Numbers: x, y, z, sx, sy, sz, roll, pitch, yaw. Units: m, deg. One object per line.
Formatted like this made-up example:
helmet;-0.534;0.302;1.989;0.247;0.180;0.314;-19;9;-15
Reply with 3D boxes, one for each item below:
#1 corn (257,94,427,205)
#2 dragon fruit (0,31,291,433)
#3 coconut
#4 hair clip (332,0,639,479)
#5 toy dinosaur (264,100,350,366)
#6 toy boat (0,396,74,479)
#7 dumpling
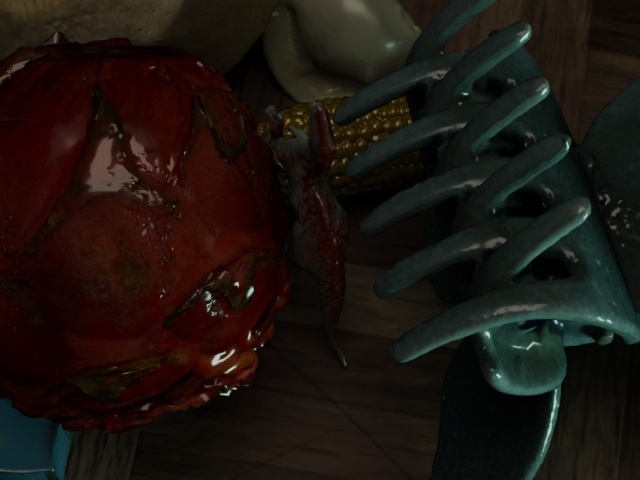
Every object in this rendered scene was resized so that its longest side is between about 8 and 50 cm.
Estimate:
corn;0.070;-0.089;1.579;0.260;0.091;0.091;-9;72;-12
dragon fruit;-0.160;-0.009;1.391;0.295;0.295;0.302;1;101;-2
coconut;-0.169;-0.264;1.566;0.328;0.329;0.329;1;62;-2
hair clip;0.164;-0.013;1.383;0.392;0.238;0.318;-31;48;23
toy dinosaur;0.000;0.000;1.452;0.053;0.167;0.242;-16;102;-17
toy boat;-0.294;0.165;1.443;0.185;0.077;0.075;8;60;-9
dumpling;0.018;-0.177;1.622;0.134;0.100;0.169;-42;113;8
